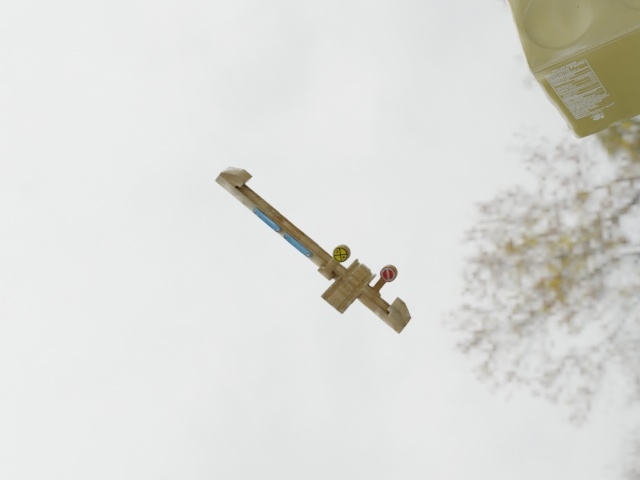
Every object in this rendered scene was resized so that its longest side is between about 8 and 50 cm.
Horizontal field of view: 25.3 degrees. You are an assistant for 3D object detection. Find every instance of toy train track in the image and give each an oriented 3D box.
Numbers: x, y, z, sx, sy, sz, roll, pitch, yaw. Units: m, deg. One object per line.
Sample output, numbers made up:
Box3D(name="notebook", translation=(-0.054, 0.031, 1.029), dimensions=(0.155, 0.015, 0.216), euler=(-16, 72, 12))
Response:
Box3D(name="toy train track", translation=(0.000, 0.000, 0.495), dimensions=(0.083, 0.014, 0.048), euler=(39, -159, 3))

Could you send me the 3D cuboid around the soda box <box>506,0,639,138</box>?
Box3D(name="soda box", translation=(0.149, -0.101, 0.457), dimensions=(0.058, 0.181, 0.061), euler=(38, -145, -58))
